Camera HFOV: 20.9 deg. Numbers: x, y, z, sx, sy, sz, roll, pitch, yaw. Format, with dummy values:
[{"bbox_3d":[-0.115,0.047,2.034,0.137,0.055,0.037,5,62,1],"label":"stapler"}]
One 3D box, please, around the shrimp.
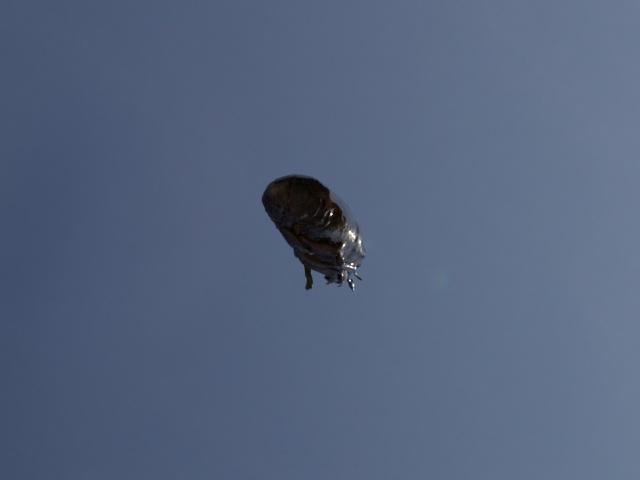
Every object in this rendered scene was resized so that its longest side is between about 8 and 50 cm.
[{"bbox_3d":[0.001,-0.001,1.555,0.073,0.190,0.075,-7,-116,19],"label":"shrimp"}]
